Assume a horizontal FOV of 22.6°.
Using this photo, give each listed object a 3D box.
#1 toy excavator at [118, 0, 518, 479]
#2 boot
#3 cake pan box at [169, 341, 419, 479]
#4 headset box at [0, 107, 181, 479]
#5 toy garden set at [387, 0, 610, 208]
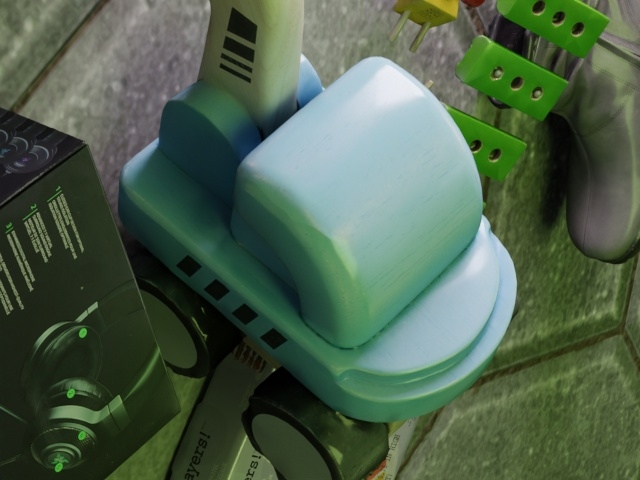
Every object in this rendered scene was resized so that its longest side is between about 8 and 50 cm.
[{"bbox_3d":[-0.030,-0.090,1.120,0.222,0.433,0.445,-41,163,-30],"label":"toy excavator"},{"bbox_3d":[0.241,-0.137,1.565,0.222,0.118,0.338,-6,105,-42],"label":"boot"},{"bbox_3d":[-0.027,0.205,1.424,0.245,0.070,0.267,24,89,-50],"label":"cake pan box"},{"bbox_3d":[-0.244,0.078,1.048,0.283,0.131,0.246,-42,135,-30],"label":"headset box"},{"bbox_3d":[0.110,-0.137,1.409,0.203,0.049,0.244,20,111,-38],"label":"toy garden set"}]
